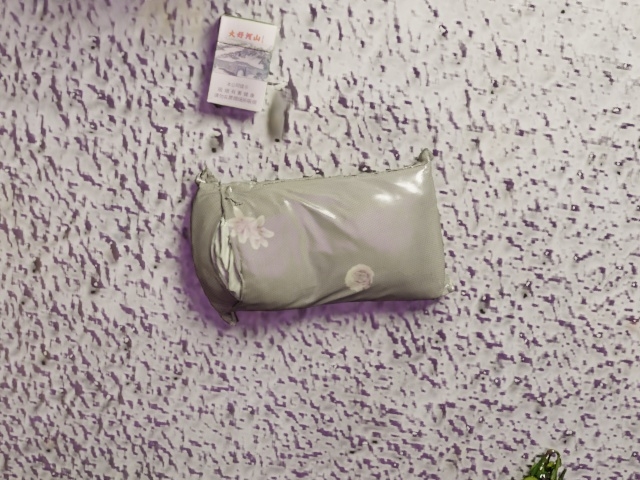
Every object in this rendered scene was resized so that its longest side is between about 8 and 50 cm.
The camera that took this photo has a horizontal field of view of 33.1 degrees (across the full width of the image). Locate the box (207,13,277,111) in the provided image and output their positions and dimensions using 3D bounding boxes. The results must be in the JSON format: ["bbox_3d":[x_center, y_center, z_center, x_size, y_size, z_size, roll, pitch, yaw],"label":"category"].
[{"bbox_3d":[-0.074,-0.167,1.016,0.054,0.024,0.083,11,107,-3],"label":"box"}]

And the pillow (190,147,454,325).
[{"bbox_3d":[0.000,0.000,1.052,0.255,0.059,0.169,-7,104,2],"label":"pillow"}]

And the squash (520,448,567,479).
[{"bbox_3d":[0.211,0.377,1.164,0.080,0.071,0.318,7,105,13],"label":"squash"}]
